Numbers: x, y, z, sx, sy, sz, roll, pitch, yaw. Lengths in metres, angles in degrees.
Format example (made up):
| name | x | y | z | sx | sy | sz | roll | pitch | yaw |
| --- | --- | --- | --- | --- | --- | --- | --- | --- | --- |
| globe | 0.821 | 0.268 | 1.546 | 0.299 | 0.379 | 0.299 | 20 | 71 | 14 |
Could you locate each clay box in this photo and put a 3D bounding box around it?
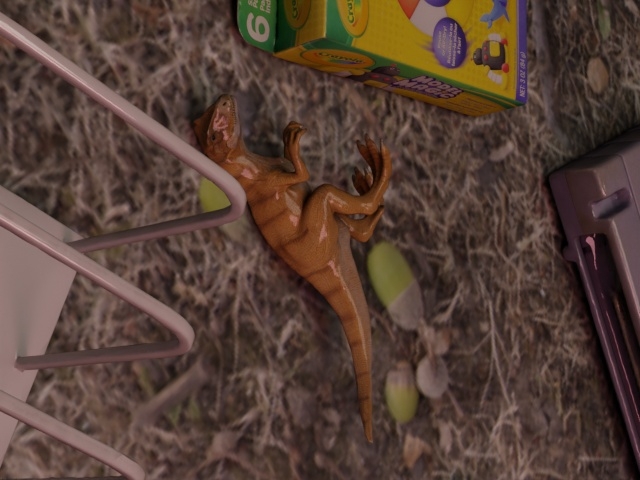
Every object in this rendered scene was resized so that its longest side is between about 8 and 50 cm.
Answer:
| name | x | y | z | sx | sy | sz | roll | pitch | yaw |
| --- | --- | --- | --- | --- | --- | --- | --- | --- | --- |
| clay box | 0.045 | -0.164 | 0.912 | 0.222 | 0.053 | 0.127 | 11 | 76 | -44 |

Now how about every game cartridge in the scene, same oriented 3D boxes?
| name | x | y | z | sx | sy | sz | roll | pitch | yaw |
| --- | --- | --- | --- | --- | --- | --- | --- | --- | --- |
| game cartridge | 0.302 | 0.078 | 1.125 | 0.230 | 0.068 | 0.355 | -28 | 103 | -47 |

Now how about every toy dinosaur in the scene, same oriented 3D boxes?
| name | x | y | z | sx | sy | sz | roll | pitch | yaw |
| --- | --- | --- | --- | --- | --- | --- | --- | --- | --- |
| toy dinosaur | 0.000 | 0.000 | 0.850 | 0.112 | 0.064 | 0.211 | -39 | 102 | -22 |

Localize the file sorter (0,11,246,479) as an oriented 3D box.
| name | x | y | z | sx | sy | sz | roll | pitch | yaw |
| --- | --- | --- | --- | --- | --- | --- | --- | --- | --- |
| file sorter | -0.175 | 0.068 | 0.578 | 0.193 | 0.173 | 0.278 | 35 | 61 | -35 |
